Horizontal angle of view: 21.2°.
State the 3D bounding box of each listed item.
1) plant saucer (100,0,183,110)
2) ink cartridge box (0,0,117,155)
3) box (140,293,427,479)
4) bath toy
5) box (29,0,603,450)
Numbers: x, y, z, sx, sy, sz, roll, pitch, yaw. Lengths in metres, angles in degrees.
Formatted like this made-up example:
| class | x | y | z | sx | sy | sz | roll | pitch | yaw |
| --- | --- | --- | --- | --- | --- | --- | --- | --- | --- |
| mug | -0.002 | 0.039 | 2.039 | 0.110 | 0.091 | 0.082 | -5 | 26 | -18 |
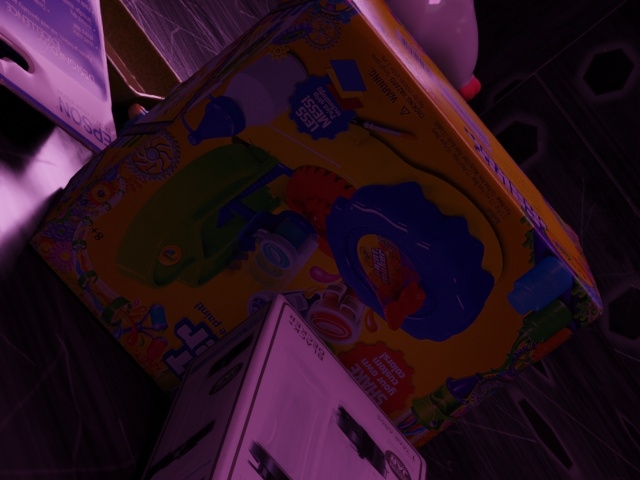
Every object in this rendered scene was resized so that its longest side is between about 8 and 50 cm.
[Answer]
| class | x | y | z | sx | sy | sz | roll | pitch | yaw |
| --- | --- | --- | --- | --- | --- | --- | --- | --- | --- |
| plant saucer | -0.210 | -0.189 | 1.590 | 0.188 | 0.045 | 0.188 | 53 | 12 | 8 |
| ink cartridge box | -0.281 | -0.227 | 1.325 | 0.303 | 0.072 | 0.307 | 39 | 34 | -49 |
| box | -0.023 | 0.168 | 1.045 | 0.169 | 0.087 | 0.290 | 49 | 17 | -13 |
| bath toy | -0.009 | -0.122 | 1.418 | 0.129 | 0.348 | 0.151 | 47 | 37 | -27 |
| box | 0.000 | 0.000 | 1.238 | 0.290 | 0.279 | 0.177 | 49 | 13 | -12 |
